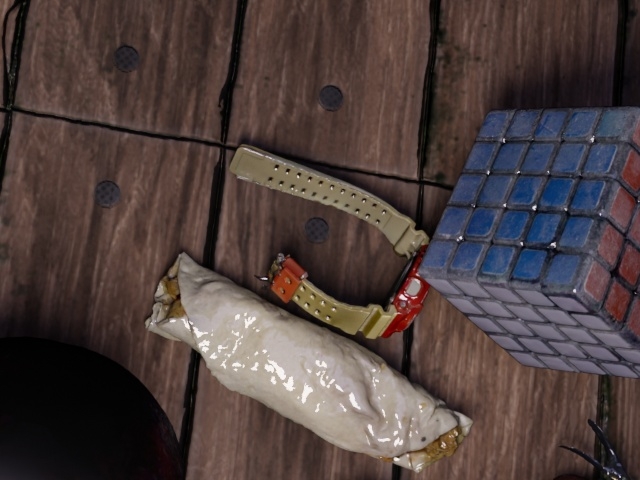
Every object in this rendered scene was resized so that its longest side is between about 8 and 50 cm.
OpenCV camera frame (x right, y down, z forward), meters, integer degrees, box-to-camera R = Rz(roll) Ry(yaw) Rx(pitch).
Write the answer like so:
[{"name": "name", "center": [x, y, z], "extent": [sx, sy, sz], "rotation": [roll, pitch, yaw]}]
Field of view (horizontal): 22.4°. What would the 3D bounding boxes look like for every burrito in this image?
[{"name": "burrito", "center": [-0.015, 0.151, 1.827], "extent": [0.392, 0.076, 0.117], "rotation": [30, 77, -5]}]

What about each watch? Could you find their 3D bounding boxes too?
[{"name": "watch", "center": [0.005, 0.007, 1.856], "extent": [0.268, 0.102, 0.165], "rotation": [22, 54, -7]}]

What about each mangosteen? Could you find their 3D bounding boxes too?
[{"name": "mangosteen", "center": [-0.294, 0.305, 1.591], "extent": [0.382, 0.382, 0.435], "rotation": [-45, 129, -20]}]

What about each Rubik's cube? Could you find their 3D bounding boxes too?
[{"name": "Rubik's cube", "center": [0.293, 0.001, 1.824], "extent": [0.238, 0.237, 0.237], "rotation": [39, 68, -37]}]

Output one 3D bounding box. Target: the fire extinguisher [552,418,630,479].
[{"name": "fire extinguisher", "center": [0.248, 0.362, 1.827], "extent": [0.135, 0.114, 0.337], "rotation": [43, 70, 6]}]
